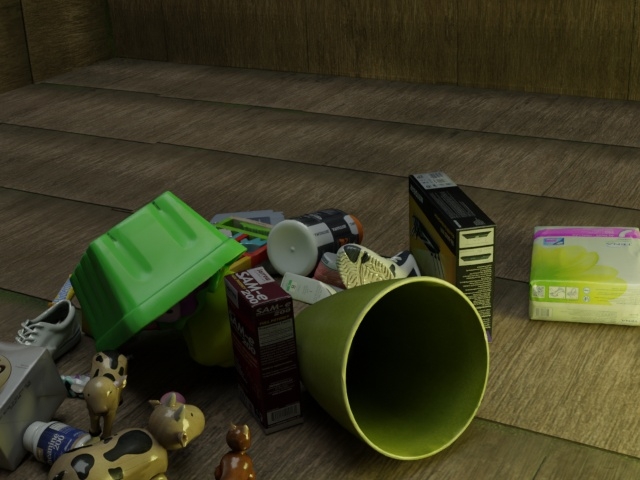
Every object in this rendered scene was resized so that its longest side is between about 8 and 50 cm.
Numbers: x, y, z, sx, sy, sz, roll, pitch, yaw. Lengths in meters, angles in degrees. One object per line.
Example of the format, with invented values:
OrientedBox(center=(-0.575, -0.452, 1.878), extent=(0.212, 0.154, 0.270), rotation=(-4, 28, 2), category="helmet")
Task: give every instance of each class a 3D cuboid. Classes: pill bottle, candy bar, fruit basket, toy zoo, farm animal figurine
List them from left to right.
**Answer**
OrientedBox(center=(-0.402, 0.320, 1.437), extent=(0.120, 0.067, 0.067), rotation=(11, 27, 29), category="pill bottle")
OrientedBox(center=(-0.547, 0.110, 2.002), extent=(0.040, 0.018, 0.161), rotation=(-1, 23, 4), category="candy bar")
OrientedBox(center=(-0.257, 0.282, 1.287), extent=(0.330, 0.172, 0.327), rotation=(25, 35, 22), category="farm animal figurine")
OrientedBox(center=(-0.240, 0.126, 1.643), extent=(0.283, 0.392, 0.392), rotation=(-38, 38, -26), category="fruit basket")
OrientedBox(center=(-0.216, 0.024, 2.015), extent=(0.192, 0.030, 0.293), rotation=(14, 29, 33), category="toy zoo")
OrientedBox(center=(0.000, 0.000, 2.019), extent=(0.130, 0.130, 0.246), rotation=(11, 15, 29), category="pill bottle")

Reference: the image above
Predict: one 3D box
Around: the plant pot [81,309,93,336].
OrientedBox(center=(-0.412, 0.151, 1.819), extent=(0.083, 0.081, 0.081), rotation=(28, 37, 32), category="plant pot")

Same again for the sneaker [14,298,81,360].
OrientedBox(center=(-0.536, 0.194, 1.710), extent=(0.094, 0.091, 0.258), rotation=(4, 26, 16), category="sneaker")

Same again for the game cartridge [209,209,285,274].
OrientedBox(center=(-0.171, 0.007, 2.150), extent=(0.198, 0.062, 0.297), rotation=(-9, 24, -3), category="game cartridge")

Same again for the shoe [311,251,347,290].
OrientedBox(center=(0.060, 0.084, 1.934), extent=(0.178, 0.081, 0.063), rotation=(17, 24, -34), category="shoe")

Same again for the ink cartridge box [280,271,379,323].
OrientedBox(center=(0.062, 0.121, 1.752), extent=(0.225, 0.056, 0.181), rotation=(12, -6, 35), category="ink cartridge box")

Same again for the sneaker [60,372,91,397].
OrientedBox(center=(-0.416, 0.250, 1.644), extent=(0.098, 0.038, 0.069), rotation=(14, 26, 14), category="sneaker")

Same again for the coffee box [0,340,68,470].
OrientedBox(center=(-0.595, 0.252, 1.514), extent=(0.297, 0.118, 0.168), rotation=(6, 40, 20), category="coffee box")

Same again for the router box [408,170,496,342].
OrientedBox(center=(0.251, 0.028, 1.812), extent=(0.081, 0.242, 0.309), rotation=(-7, 23, -9), category="router box")

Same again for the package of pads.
OrientedBox(center=(0.542, 0.066, 1.867), extent=(0.229, 0.101, 0.296), rotation=(2, 25, 15), category="package of pads")

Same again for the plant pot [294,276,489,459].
OrientedBox(center=(0.072, 0.183, 1.500), extent=(0.275, 0.274, 0.293), rotation=(-17, 12, -29), category="plant pot")

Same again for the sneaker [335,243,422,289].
OrientedBox(center=(0.119, 0.060, 1.764), extent=(0.235, 0.094, 0.153), rotation=(30, 22, -18), category="sneaker")

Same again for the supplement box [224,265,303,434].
OrientedBox(center=(-0.092, 0.178, 1.509), extent=(0.073, 0.239, 0.130), rotation=(-14, 25, -21), category="supplement box")
